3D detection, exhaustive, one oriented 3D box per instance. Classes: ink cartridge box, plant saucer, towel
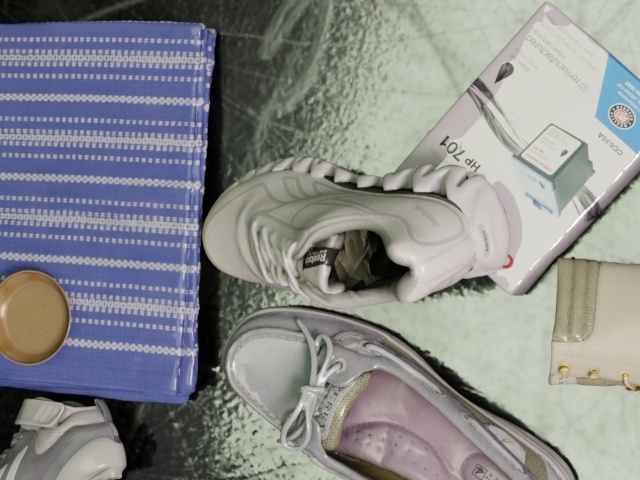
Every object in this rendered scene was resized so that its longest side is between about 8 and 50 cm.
[{"bbox_3d":[0.170,-0.070,1.048,0.139,0.082,0.190,43,99,12],"label":"ink cartridge box"},{"bbox_3d":[-0.254,0.068,1.159,0.083,0.015,0.083,-1,87,19],"label":"plant saucer"},{"bbox_3d":[-0.212,-0.028,1.180,0.243,0.040,0.336,2,88,18],"label":"towel"}]

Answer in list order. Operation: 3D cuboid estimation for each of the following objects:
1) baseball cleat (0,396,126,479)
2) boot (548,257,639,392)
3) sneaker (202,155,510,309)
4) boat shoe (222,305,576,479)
[{"bbox_3d":[-0.269,0.207,1.177,0.206,0.072,0.109,-26,68,9],"label":"baseball cleat"},{"bbox_3d":[0.260,0.114,1.017,0.165,0.077,0.213,-2,83,11],"label":"boot"},{"bbox_3d":[0.000,0.000,1.031,0.292,0.118,0.110,-1,115,43],"label":"sneaker"},{"bbox_3d":[0.056,0.152,1.061,0.320,0.103,0.118,31,97,14],"label":"boat shoe"}]
